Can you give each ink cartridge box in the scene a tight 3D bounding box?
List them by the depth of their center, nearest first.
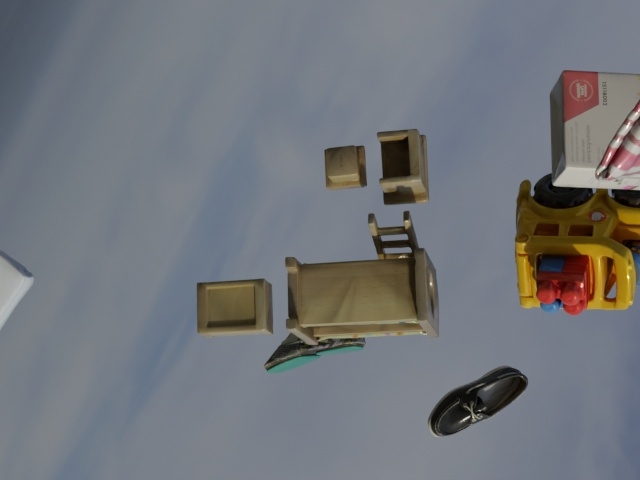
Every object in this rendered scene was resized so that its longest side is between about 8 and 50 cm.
[{"bbox_3d":[0.355,-0.117,1.419,0.067,0.198,0.115,104,-12,-74],"label":"ink cartridge box"}]

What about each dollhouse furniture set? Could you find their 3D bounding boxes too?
[{"bbox_3d":[0.000,0.000,1.069,0.101,0.182,0.160,49,39,-74],"label":"dollhouse furniture set"}]

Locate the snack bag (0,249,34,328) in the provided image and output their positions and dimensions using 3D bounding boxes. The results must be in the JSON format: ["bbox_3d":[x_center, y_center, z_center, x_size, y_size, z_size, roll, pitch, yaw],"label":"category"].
[{"bbox_3d":[-0.455,0.045,1.202,0.323,0.343,0.037,-56,-179,25],"label":"snack bag"}]

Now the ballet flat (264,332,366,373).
[{"bbox_3d":[-0.006,0.094,1.212,0.114,0.041,0.041,-20,-142,35],"label":"ballet flat"}]

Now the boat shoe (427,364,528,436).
[{"bbox_3d":[0.179,0.184,1.474,0.125,0.046,0.038,-27,-166,-16],"label":"boat shoe"}]

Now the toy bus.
[{"bbox_3d":[0.352,0.023,1.679,0.211,0.220,0.149,-66,152,-53],"label":"toy bus"}]

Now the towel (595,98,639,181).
[{"bbox_3d":[0.304,-0.122,1.008,0.029,0.144,0.197,51,-49,28],"label":"towel"}]
